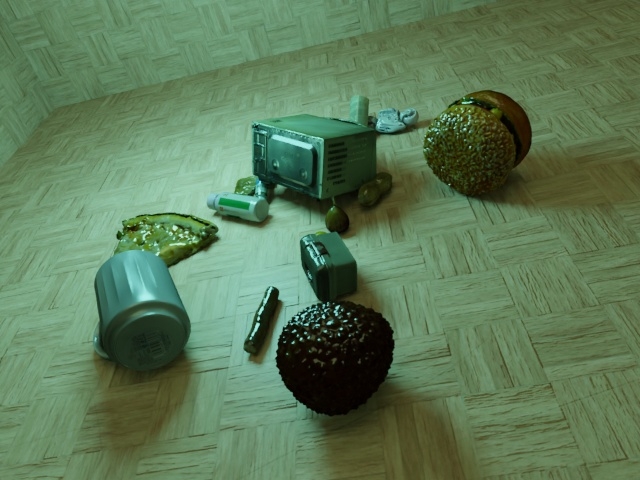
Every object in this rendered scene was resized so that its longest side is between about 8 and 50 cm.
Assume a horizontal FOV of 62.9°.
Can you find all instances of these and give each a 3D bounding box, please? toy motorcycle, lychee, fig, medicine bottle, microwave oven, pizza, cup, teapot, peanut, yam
[{"bbox_3d":[0.302,-0.514,2.286,0.254,0.112,0.112,-6,38,22],"label":"toy motorcycle"},{"bbox_3d":[0.033,0.266,1.238,0.304,0.276,0.276,-31,29,29],"label":"lychee"},{"bbox_3d":[0.053,-0.088,1.801,0.089,0.125,0.089,-10,33,6],"label":"fig"},{"bbox_3d":[-0.325,-0.135,2.027,0.260,0.095,0.095,13,46,30],"label":"medicine bottle"},{"bbox_3d":[-0.023,-0.319,1.983,0.333,0.247,0.394,-21,32,-39],"label":"microwave oven"},{"bbox_3d":[-0.648,-0.008,2.000,0.435,0.080,0.392,-30,39,-20],"label":"pizza"},{"bbox_3d":[-0.234,-0.219,2.093,0.051,0.051,0.191,-8,56,10],"label":"medicine bottle"},{"bbox_3d":[-0.561,0.236,1.557,0.323,0.237,0.327,-49,40,6],"label":"cup"},{"bbox_3d":[0.156,-0.520,2.286,0.107,0.077,0.200,-15,67,55],"label":"teapot"},{"bbox_3d":[0.200,-0.189,1.916,0.089,0.089,0.193,21,46,38],"label":"peanut"},{"bbox_3d":[-0.172,0.229,1.540,0.056,0.057,0.241,-2,40,18],"label":"yam"}]

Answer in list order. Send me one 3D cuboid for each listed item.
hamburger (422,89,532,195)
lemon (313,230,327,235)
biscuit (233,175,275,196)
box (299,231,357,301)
[{"bbox_3d":[0.524,-0.327,1.771,0.250,0.330,0.330,-40,43,-26],"label":"hamburger"},{"bbox_3d":[0.000,0.000,1.761,0.062,0.062,0.083,19,46,38],"label":"lemon"},{"bbox_3d":[-0.270,-0.218,2.157,0.183,0.039,0.174,-12,36,8],"label":"biscuit"},{"bbox_3d":[0.023,0.076,1.594,0.129,0.148,0.210,-12,36,-14],"label":"box"}]
